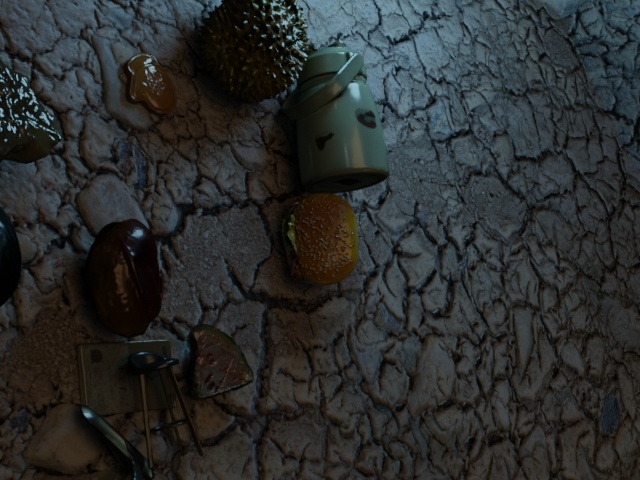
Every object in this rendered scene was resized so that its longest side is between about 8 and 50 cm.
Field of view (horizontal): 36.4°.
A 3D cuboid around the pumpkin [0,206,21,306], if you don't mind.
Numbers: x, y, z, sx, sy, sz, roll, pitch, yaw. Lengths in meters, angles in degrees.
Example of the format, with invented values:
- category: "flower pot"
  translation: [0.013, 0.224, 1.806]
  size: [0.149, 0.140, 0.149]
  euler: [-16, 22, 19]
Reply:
- category: "pumpkin"
  translation: [-0.630, 0.023, 1.524]
  size: [0.315, 0.315, 0.238]
  euler: [-36, 127, -42]

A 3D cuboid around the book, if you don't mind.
- category: "book"
  translation: [-0.369, 0.261, 1.867]
  size: [0.199, 0.016, 0.138]
  euler: [2, 75, -41]

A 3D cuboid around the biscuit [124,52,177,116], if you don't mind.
- category: "biscuit"
  translation: [-0.364, -0.326, 2.060]
  size: [0.140, 0.023, 0.118]
  euler: [56, 48, -14]

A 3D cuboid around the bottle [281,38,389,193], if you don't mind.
- category: "bottle"
  translation: [0.031, -0.300, 2.259]
  size: [0.229, 0.229, 0.351]
  euler: [-1, 80, -41]

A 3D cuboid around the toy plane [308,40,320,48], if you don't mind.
- category: "toy plane"
  translation: [0.000, -0.415, 2.389]
  size: [0.078, 0.053, 0.197]
  euler: [-31, 101, -23]

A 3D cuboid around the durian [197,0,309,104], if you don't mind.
- category: "durian"
  translation: [-0.137, -0.451, 2.163]
  size: [0.258, 0.258, 0.292]
  euler: [31, 46, -30]

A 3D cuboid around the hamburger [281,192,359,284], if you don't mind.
- category: "hamburger"
  translation: [0.000, 0.000, 2.186]
  size: [0.116, 0.173, 0.210]
  euler: [51, 36, -70]

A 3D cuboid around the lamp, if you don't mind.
- category: "lamp"
  translation: [-0.410, 0.435, 1.702]
  size: [0.203, 0.124, 0.283]
  euler: [49, 49, -14]

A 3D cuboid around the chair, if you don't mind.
- category: "chair"
  translation: [-0.290, 0.309, 1.840]
  size: [0.104, 0.095, 0.221]
  euler: [-7, 78, -64]

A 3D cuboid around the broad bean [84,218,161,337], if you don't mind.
- category: "broad bean"
  translation: [-0.373, 0.071, 1.857]
  size: [0.156, 0.122, 0.228]
  euler: [15, 71, -65]

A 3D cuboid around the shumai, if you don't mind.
- category: "shumai"
  translation: [-0.594, -0.213, 1.655]
  size: [0.346, 0.217, 0.283]
  euler: [61, -2, 24]

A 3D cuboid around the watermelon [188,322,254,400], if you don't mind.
- category: "watermelon"
  translation: [-0.228, 0.257, 1.963]
  size: [0.187, 0.071, 0.139]
  euler: [52, 56, -27]
